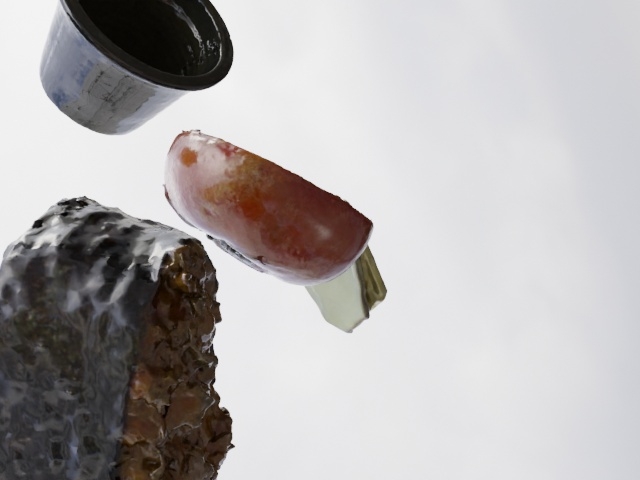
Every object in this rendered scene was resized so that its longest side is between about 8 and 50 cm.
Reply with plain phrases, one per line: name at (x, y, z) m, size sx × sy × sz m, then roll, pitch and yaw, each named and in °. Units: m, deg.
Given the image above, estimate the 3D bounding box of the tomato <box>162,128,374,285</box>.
tomato at (-0.061, -0.022, 1.774) m, size 0.095 × 0.236 × 0.237 m, roll -63°, pitch -27°, yaw -6°

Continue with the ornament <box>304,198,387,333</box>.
ornament at (0.000, 0.000, 1.931) m, size 0.201 × 0.180 × 0.059 m, roll 45°, pitch -123°, yaw 1°

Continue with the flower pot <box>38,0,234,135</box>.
flower pot at (-0.235, -0.219, 2.019) m, size 0.235 × 0.148 × 0.235 m, roll 25°, pitch -143°, yaw -21°

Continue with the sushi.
sushi at (-0.167, 0.133, 1.426) m, size 0.234 × 0.207 × 0.349 m, roll -45°, pitch -33°, yaw -61°
